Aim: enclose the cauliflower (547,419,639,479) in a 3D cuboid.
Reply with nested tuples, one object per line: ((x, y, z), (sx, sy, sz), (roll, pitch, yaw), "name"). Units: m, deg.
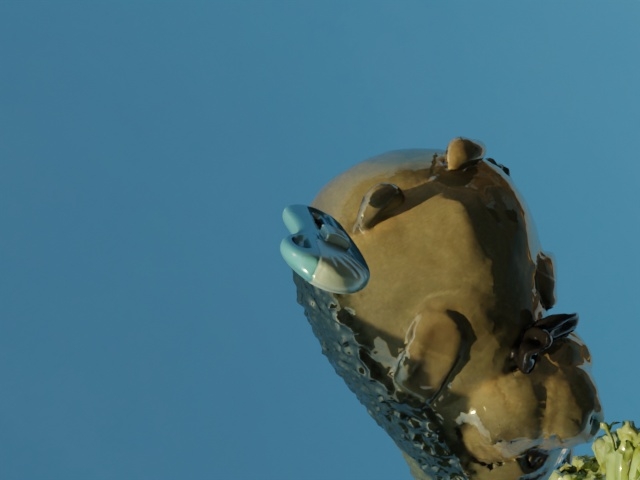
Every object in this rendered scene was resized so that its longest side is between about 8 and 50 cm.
((0.191, 0.246, 0.654), (0.250, 0.275, 0.272), (-29, -58, -5), "cauliflower")

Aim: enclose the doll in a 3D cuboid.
((0.123, 0.084, 1.144), (0.247, 0.247, 0.349), (-31, -70, -35), "doll")

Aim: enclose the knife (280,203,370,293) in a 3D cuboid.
((0.000, 0.000, 0.894), (0.064, 0.222, 0.031), (22, -82, -8), "knife")
